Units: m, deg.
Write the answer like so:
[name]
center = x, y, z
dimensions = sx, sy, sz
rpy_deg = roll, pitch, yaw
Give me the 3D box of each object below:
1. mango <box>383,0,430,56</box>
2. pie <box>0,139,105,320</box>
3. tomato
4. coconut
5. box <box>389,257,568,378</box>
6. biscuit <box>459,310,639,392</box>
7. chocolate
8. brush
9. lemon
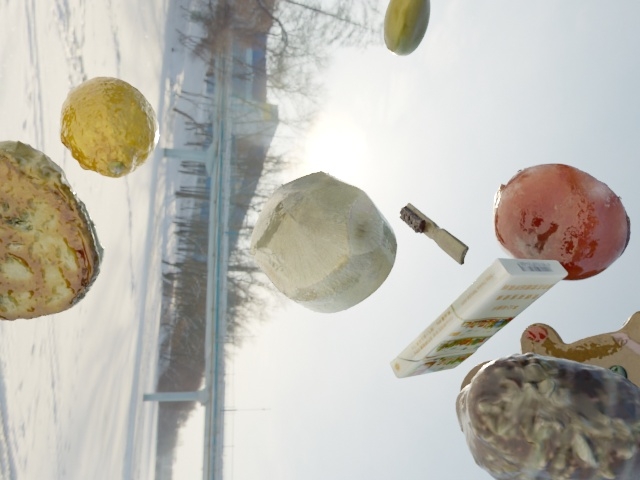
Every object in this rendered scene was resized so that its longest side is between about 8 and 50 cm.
[mango]
center = 0.182, -0.481, 1.033
dimensions = 0.085, 0.122, 0.191
rpy_deg = 38, -16, 24
[pie]
center = -0.512, -0.005, 0.779
dimensions = 0.092, 0.315, 0.315
rpy_deg = -120, -142, -64
[tomato]
center = 0.387, -0.022, 0.824
dimensions = 0.228, 0.112, 0.199
rpy_deg = 18, -51, 38
[coconut]
center = -0.001, -0.002, 0.569
dimensions = 0.162, 0.161, 0.161
rpy_deg = 48, 23, -46
[box]
center = 0.192, 0.102, 0.612
dimensions = 0.220, 0.122, 0.032
rpy_deg = -56, -134, 37
[biscuit]
center = 0.500, 0.298, 0.990
dimensions = 0.064, 0.432, 0.282
rpy_deg = 42, 40, -52
[chocolate]
center = 0.397, 0.306, 0.816
dimensions = 0.210, 0.340, 0.225
rpy_deg = 65, 36, -53
[brush]
center = 0.232, -0.019, 1.033
dimensions = 0.248, 0.036, 0.043
rpy_deg = -125, -147, -58
[lemon]
center = -0.323, -0.172, 0.745
dimensions = 0.187, 0.142, 0.142
rpy_deg = 64, -32, 35
